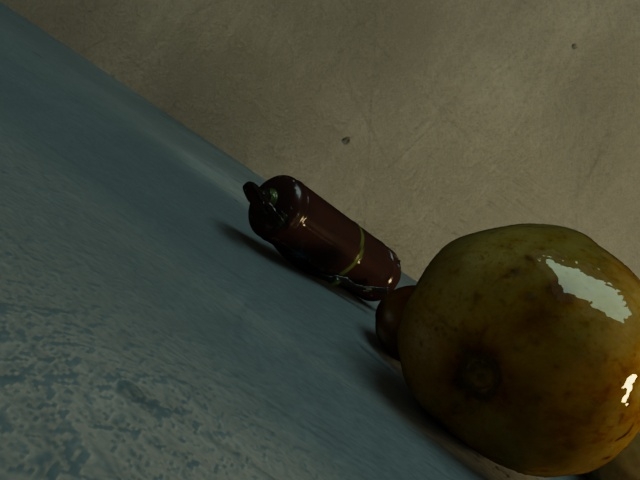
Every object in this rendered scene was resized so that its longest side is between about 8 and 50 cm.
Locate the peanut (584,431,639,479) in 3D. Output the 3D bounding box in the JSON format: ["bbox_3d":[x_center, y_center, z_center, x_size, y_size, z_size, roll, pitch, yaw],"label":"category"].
[{"bbox_3d":[0.400,0.272,0.873,0.147,0.148,0.319,33,8,-12],"label":"peanut"}]

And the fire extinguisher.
[{"bbox_3d":[0.000,0.000,1.020,0.141,0.105,0.341,37,3,43],"label":"fire extinguisher"}]

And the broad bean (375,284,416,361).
[{"bbox_3d":[0.122,0.112,0.888,0.114,0.085,0.165,5,13,-6],"label":"broad bean"}]

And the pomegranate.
[{"bbox_3d":[0.212,0.102,0.707,0.260,0.260,0.260,34,5,-4],"label":"pomegranate"}]
